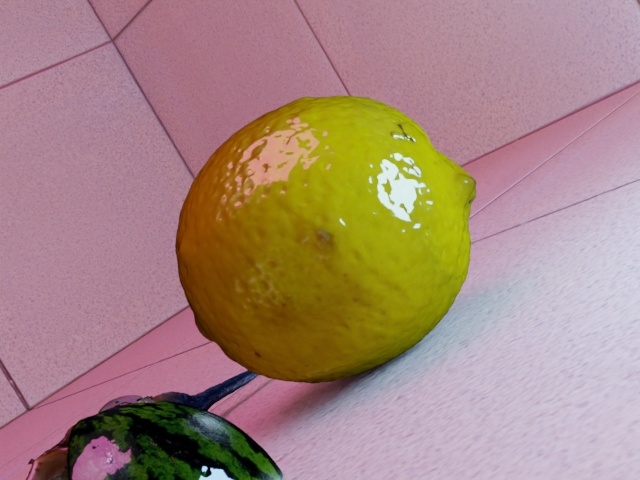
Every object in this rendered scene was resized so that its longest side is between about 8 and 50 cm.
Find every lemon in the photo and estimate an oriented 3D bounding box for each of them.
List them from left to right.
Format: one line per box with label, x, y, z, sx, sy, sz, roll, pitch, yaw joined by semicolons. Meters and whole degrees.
lemon;0.001;-0.001;1.135;0.336;0.336;0.336;-30;4;2

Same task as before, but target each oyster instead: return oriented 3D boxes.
oyster;-0.332;0.319;1.225;0.128;0.078;0.345;-44;10;18

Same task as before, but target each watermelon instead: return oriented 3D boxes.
watermelon;-0.120;0.211;0.887;0.145;0.193;0.137;-29;-40;1

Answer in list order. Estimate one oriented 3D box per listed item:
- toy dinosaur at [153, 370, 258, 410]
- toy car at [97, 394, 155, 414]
toy dinosaur;-0.203;0.241;1.313;0.147;0.077;0.363;-23;5;30
toy car;-0.200;0.231;1.172;0.069;0.055;0.142;-23;42;-36
